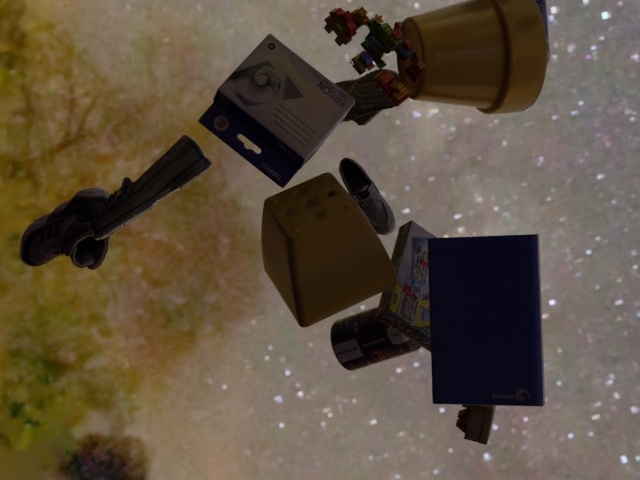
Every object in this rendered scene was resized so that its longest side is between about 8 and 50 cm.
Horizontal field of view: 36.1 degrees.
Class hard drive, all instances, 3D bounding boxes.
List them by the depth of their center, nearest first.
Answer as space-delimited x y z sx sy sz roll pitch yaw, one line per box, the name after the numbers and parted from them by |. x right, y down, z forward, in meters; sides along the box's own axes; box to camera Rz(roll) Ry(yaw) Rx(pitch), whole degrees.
0.313 0.151 1.864 0.040 0.210 0.319 1 87 -70 | hard drive

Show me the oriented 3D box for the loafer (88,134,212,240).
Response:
-0.337 -0.102 1.880 0.084 0.267 0.096 56 -13 -2 | loafer

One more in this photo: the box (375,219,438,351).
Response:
0.211 0.095 2.025 0.044 0.159 0.233 -31 -148 48 | box

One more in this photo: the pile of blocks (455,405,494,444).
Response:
0.409 0.365 2.561 0.149 0.112 0.362 -56 154 -57 | pile of blocks

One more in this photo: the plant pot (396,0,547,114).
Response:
0.289 -0.371 1.965 0.254 0.239 0.254 172 -90 -76 | plant pot

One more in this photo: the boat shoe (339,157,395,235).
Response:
0.109 -0.112 2.462 0.227 0.079 0.081 59 7 23 | boat shoe

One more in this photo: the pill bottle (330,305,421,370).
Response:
0.156 0.215 2.321 0.245 0.130 0.130 -22 -98 27 | pill bottle

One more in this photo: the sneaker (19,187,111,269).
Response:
-0.550 0.009 2.119 0.101 0.268 0.153 34 30 -43 | sneaker

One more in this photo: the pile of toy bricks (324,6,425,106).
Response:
0.116 -0.365 1.820 0.212 0.118 0.105 49 -24 0 | pile of toy bricks

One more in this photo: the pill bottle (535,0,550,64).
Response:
0.430 -0.514 2.205 0.153 0.153 0.265 152 -62 -69 | pill bottle

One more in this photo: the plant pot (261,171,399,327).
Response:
0.000 0.000 1.875 0.212 0.212 0.187 54 -16 48 | plant pot

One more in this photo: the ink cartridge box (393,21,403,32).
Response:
0.274 -0.531 2.664 0.150 0.109 0.063 -120 -146 -41 | ink cartridge box

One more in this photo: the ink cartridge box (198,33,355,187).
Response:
-0.085 -0.253 1.901 0.223 0.224 0.045 38 -12 5 | ink cartridge box

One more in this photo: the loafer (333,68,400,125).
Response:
0.100 -0.303 2.118 0.251 0.094 0.087 3 -38 52 | loafer
